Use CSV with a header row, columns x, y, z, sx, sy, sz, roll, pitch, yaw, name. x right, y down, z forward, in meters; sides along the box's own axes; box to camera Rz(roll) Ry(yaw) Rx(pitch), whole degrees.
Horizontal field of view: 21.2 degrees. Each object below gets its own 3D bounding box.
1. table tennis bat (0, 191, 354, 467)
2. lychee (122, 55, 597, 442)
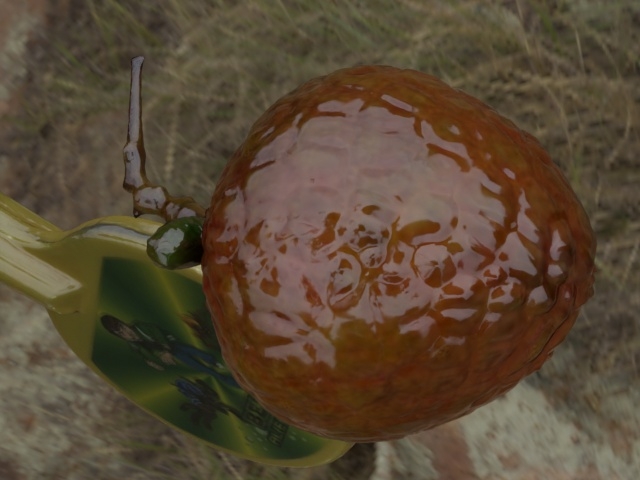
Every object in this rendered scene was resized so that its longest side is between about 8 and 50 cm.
x,y,z,sx,sy,sz,roll,pitch,yaw,name
-0.117,0.034,0.979,0.320,0.198,0.050,29,58,3,table tennis bat
0.006,0.003,0.471,0.140,0.101,0.114,-12,32,31,lychee
